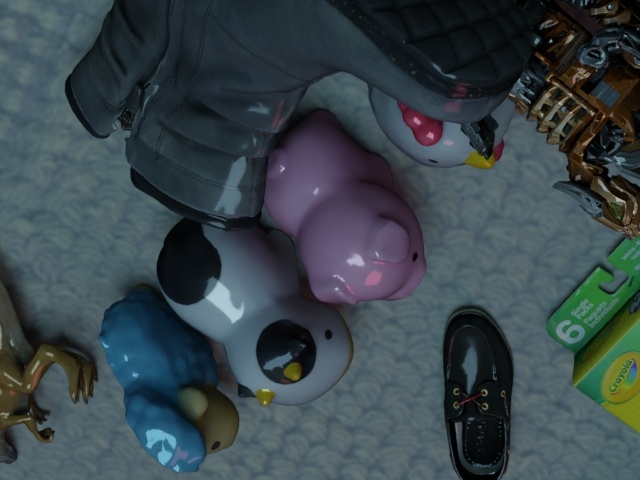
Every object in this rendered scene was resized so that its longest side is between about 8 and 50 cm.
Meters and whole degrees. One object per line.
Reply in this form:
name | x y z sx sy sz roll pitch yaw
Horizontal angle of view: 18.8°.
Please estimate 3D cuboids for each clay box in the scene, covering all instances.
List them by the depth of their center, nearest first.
clay box | 0.272 0.091 1.300 0.222 0.053 0.127 35 116 -10

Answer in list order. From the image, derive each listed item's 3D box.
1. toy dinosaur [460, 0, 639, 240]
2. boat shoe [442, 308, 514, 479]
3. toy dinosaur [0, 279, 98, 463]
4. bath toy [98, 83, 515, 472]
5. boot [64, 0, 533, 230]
toy dinosaur | 0.145 -0.168 1.118 0.218 0.164 0.322 -29 105 13
boat shoe | 0.110 0.111 1.341 0.049 0.042 0.133 -2 114 11
toy dinosaur | -0.219 0.082 1.358 0.112 0.064 0.211 6 116 6
bath toy | 0.000 0.000 1.252 0.151 0.129 0.348 38 114 -11
boot | -0.021 -0.096 1.143 0.118 0.338 0.223 -5 124 -36
